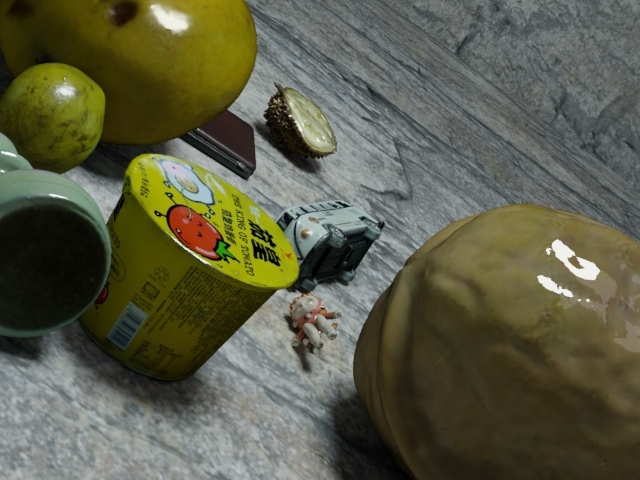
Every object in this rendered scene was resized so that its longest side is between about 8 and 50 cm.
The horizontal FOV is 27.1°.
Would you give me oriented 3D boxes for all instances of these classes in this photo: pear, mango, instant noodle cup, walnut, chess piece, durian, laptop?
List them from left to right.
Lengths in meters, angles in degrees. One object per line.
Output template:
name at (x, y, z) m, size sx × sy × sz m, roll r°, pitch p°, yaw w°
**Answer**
chess piece at (-0.280, -0.035, 1.161) m, size 0.139 × 0.139 × 0.271 m, roll 26°, pitch 13°, yaw -34°
pear at (-0.274, -0.121, 1.338) m, size 0.107 × 0.107 × 0.131 m, roll 39°, pitch 48°, yaw -2°
mango at (-0.221, -0.268, 1.570) m, size 0.302 × 0.220 × 0.445 m, roll 12°, pitch 28°, yaw -6°
instant noodle cup at (-0.134, 0.031, 1.212) m, size 0.182 × 0.144 × 0.182 m, roll 33°, pitch 22°, yaw -15°
laptop at (-0.174, -0.169, 1.753) m, size 0.207 × 0.026 × 0.154 m, roll 33°, pitch 19°, yaw -19°
durian at (-0.041, -0.165, 1.906) m, size 0.140 × 0.071 × 0.110 m, roll 47°, pitch 21°, yaw -27°
walnut at (0.219, 0.141, 1.306) m, size 0.381 × 0.381 × 0.381 m, roll 34°, pitch 20°, yaw -15°

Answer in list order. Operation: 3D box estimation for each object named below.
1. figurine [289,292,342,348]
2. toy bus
figurine at (-0.005, 0.093, 1.436) m, size 0.047 × 0.064 × 0.109 m, roll 57°, pitch -2°, yaw -21°
toy bus at (0.000, 0.000, 1.609) m, size 0.089 × 0.087 × 0.194 m, roll 38°, pitch 19°, yaw 17°
